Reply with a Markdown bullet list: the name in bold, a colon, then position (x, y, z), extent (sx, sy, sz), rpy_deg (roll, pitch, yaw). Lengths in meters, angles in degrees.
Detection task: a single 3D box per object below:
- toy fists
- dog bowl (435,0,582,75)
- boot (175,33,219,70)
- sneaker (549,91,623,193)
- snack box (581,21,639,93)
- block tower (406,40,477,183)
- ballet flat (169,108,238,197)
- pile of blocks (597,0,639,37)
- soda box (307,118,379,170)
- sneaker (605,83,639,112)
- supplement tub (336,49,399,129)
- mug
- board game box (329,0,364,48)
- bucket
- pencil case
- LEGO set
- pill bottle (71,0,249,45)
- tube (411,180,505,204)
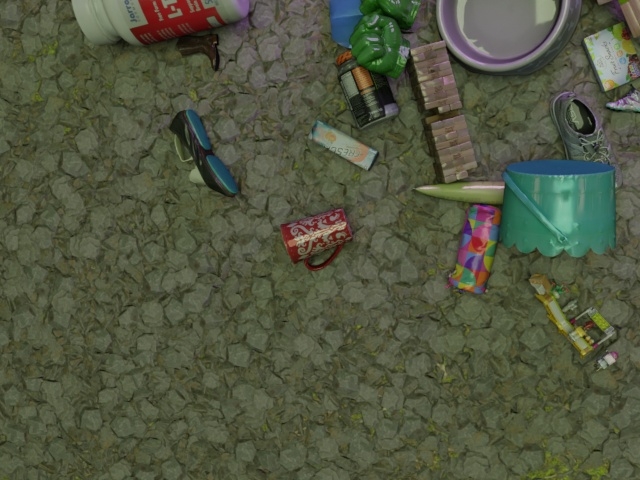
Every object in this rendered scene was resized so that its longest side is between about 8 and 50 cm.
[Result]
- **toy fists**: position (0.157, -0.533, 1.628), extent (0.142, 0.096, 0.279), rpy_deg (18, 72, -11)
- **dog bowl**: position (0.436, -0.559, 1.588), extent (0.349, 0.102, 0.348), rpy_deg (6, 105, 22)
- **boot**: position (-0.332, -0.504, 1.795), extent (0.114, 0.037, 0.106), rpy_deg (-2, 82, 6)
- **sneaker**: position (0.646, -0.233, 1.622), extent (0.105, 0.115, 0.281), rpy_deg (-31, 90, 10)
- **snack box**: position (0.715, -0.447, 1.632), extent (0.100, 0.037, 0.141), rpy_deg (-23, 90, 12)
- **block tower**: position (0.300, -0.317, 1.665), extent (0.091, 0.097, 0.335), rpy_deg (-16, 98, -3)
- **ballet flat**: position (-0.321, -0.219, 1.798), extent (0.096, 0.095, 0.280), rpy_deg (-33, 79, 20)
- **pile of blocks**: position (0.688, -0.631, 1.570), extent (0.362, 0.113, 0.149), rpy_deg (43, 126, 9)
- **soda box**: position (0.061, -0.248, 1.741), extent (0.183, 0.063, 0.058), rpy_deg (29, 98, 6)
- **sneaker**: position (0.753, -0.351, 1.637), extent (0.098, 0.038, 0.069), rpy_deg (5, 94, -1)
- **supplement tub**: position (0.116, -0.387, 1.694), extent (0.117, 0.117, 0.190), rpy_deg (-21, 91, 10)
- **mug**: position (-0.003, -0.009, 1.768), extent (0.170, 0.150, 0.113), rpy_deg (-20, 55, 6)
- **board game box**: position (0.094, -0.575, 1.724), extent (0.133, 0.033, 0.168), rpy_deg (-4, 88, 12)
- **bucket**: position (0.552, -0.083, 1.558), extent (0.282, 0.281, 0.182), rpy_deg (0, 104, 9)
- **pencil case**: position (0.396, 0.024, 1.696), extent (0.105, 0.104, 0.236), rpy_deg (16, 96, 7)
- **LEGO set**: position (0.639, 0.181, 1.663), extent (0.107, 0.132, 0.287), rpy_deg (-36, 82, 2)
- **pill bottle**: position (-0.407, -0.631, 1.700), extent (0.408, 0.229, 0.228), rpy_deg (-12, 93, 10)
- **tube**: position (0.353, -0.126, 1.697), extent (0.240, 0.062, 0.070), rpy_deg (2, 139, 6)
